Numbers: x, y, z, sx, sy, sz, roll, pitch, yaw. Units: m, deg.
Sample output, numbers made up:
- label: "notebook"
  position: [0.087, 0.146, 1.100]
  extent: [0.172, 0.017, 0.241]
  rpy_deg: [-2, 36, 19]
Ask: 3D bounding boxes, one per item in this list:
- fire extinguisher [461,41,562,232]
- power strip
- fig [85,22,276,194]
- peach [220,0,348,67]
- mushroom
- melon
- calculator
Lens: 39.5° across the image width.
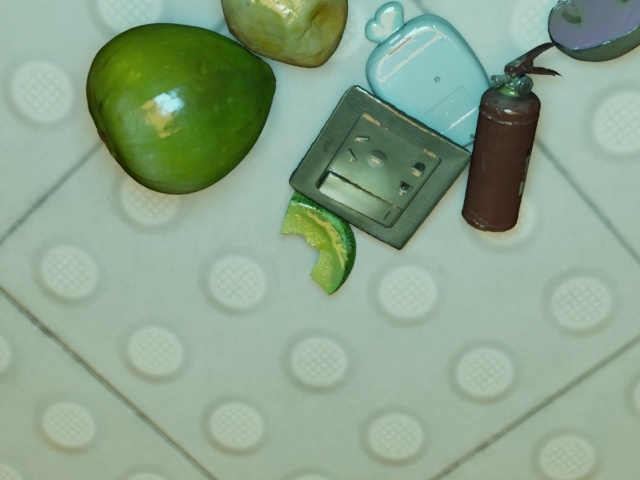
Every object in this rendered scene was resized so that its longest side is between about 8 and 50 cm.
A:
- label: "fire extinguisher"
  position: [0.339, -0.183, 1.564]
  extent: [0.147, 0.106, 0.337]
  rpy_deg: [-14, 129, -25]
- label: "power strip"
  position: [0.107, -0.138, 1.630]
  extent: [0.257, 0.092, 0.251]
  rpy_deg: [29, 119, -9]
- label: "fig"
  position: [-0.227, -0.234, 1.523]
  extent: [0.316, 0.316, 0.316]
  rpy_deg: [1, 112, 3]
- label: "peach"
  position: [-0.055, -0.389, 1.488]
  extent: [0.214, 0.214, 0.235]
  rpy_deg: [-28, 124, 14]
- label: "mushroom"
  position: [0.483, -0.368, 1.501]
  extent: [0.188, 0.141, 0.117]
  rpy_deg: [-19, 143, 25]
- label: "melon"
  position: [0.000, 0.000, 1.710]
  extent: [0.118, 0.064, 0.209]
  rpy_deg: [-35, 104, 21]
- label: "calculator"
  position: [0.188, -0.290, 1.587]
  extent: [0.184, 0.042, 0.295]
  rpy_deg: [-37, 106, 16]
